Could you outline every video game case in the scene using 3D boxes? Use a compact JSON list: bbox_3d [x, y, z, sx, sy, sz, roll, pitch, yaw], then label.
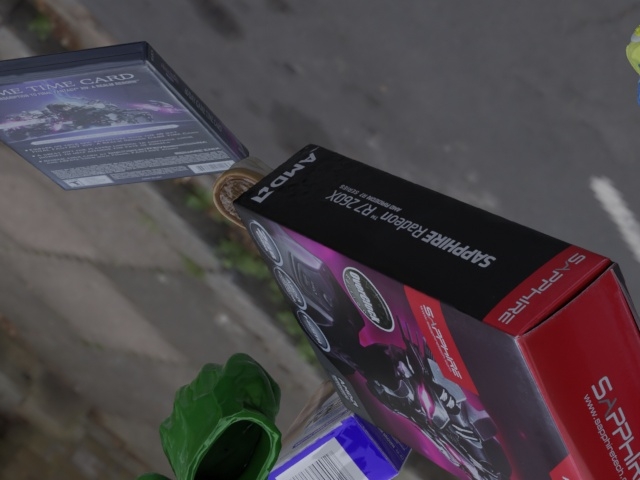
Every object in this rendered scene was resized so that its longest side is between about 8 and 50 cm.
[{"bbox_3d":[-0.199,-0.107,1.509,0.196,0.026,0.274,-6,161,15],"label":"video game case"}]

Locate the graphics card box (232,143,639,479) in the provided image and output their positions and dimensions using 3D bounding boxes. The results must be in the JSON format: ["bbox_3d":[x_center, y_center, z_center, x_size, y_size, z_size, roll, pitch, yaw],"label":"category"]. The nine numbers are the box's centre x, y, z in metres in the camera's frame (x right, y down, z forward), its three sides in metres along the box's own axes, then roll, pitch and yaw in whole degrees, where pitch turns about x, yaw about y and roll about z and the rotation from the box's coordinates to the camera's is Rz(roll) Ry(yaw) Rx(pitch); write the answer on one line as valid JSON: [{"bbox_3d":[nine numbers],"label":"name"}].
[{"bbox_3d":[0.101,0.076,1.208,0.371,0.094,0.233,28,151,54],"label":"graphics card box"}]

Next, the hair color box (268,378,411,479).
[{"bbox_3d":[0.048,0.253,2.255,0.185,0.339,0.110,-37,93,23],"label":"hair color box"}]

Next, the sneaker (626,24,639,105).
[{"bbox_3d":[0.348,-0.083,1.391,0.240,0.126,0.091,34,134,-12],"label":"sneaker"}]

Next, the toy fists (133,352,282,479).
[{"bbox_3d":[-0.120,0.234,1.523,0.096,0.279,0.142,21,-164,-24],"label":"toy fists"}]

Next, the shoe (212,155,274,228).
[{"bbox_3d":[0.000,0.000,1.515,0.219,0.058,0.076,40,115,-5],"label":"shoe"}]
